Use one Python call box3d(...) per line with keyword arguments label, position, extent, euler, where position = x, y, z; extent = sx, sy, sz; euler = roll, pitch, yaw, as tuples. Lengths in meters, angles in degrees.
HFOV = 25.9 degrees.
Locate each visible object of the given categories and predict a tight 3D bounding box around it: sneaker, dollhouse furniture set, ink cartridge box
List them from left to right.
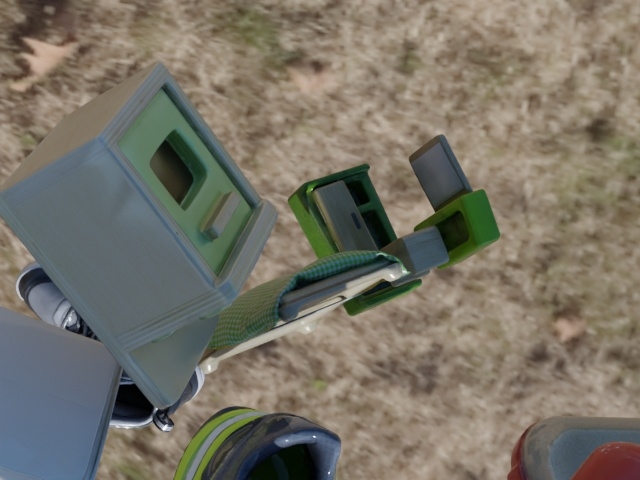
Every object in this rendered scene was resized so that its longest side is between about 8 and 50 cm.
box3d(label="ink cartridge box", position=(-0.375, 0.211, 1.304), extent=(0.279, 0.384, 0.160), euler=(21, 49, -13))
box3d(label="sneaker", position=(-0.268, 0.130, 1.694), extent=(0.268, 0.153, 0.101), euler=(36, 113, -6))
box3d(label="sneaker", position=(-0.060, 0.235, 0.837), extent=(0.111, 0.121, 0.300), euler=(19, 67, -17))
box3d(label="dollhouse furniture set", position=(0.000, 0.000, 1.411), extent=(0.301, 0.197, 0.151), euler=(-20, 80, -36))

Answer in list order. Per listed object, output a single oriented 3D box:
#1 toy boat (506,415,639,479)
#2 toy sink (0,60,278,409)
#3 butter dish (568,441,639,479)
box3d(label="toy boat", position=(0.267, 0.260, 1.340), extent=(0.231, 0.151, 0.151), euler=(7, 55, -29))
box3d(label="toy sink", position=(-0.129, -0.004, 1.155), extent=(0.234, 0.131, 0.153), euler=(55, 28, -18))
box3d(label="butter dish", position=(0.181, 0.152, 0.714), extent=(0.118, 0.160, 0.160), euler=(-56, 163, -15))
